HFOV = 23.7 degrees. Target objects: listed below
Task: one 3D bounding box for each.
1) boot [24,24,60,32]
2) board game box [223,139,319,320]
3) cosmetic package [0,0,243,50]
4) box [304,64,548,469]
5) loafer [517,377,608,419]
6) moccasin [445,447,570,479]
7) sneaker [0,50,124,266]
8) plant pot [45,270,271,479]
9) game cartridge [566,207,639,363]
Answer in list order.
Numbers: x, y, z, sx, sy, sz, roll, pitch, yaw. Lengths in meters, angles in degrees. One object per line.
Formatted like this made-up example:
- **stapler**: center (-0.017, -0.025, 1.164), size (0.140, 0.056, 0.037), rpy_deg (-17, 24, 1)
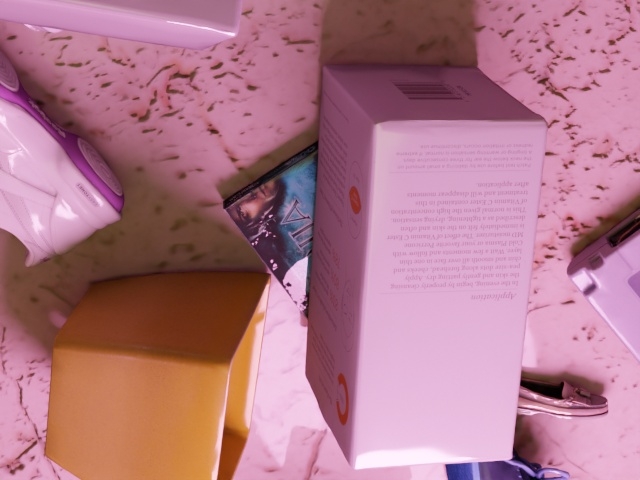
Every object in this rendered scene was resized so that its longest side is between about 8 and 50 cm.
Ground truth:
- **boot**: center (-0.357, -0.271, 1.431), size (0.123, 0.095, 0.258), rpy_deg (-37, 104, 19)
- **board game box**: center (0.000, 0.000, 1.608), size (0.126, 0.026, 0.186), rpy_deg (-32, 113, 10)
- **cosmetic package**: center (-0.254, -0.299, 1.313), size (0.385, 0.156, 0.217), rpy_deg (9, 88, -18)
- **box**: center (0.094, 0.019, 1.494), size (0.168, 0.215, 0.345), rpy_deg (-1, 111, -13)
- **loafer**: center (0.261, 0.174, 1.699), size (0.125, 0.045, 0.039), rpy_deg (3, 108, -2)
- **moccasin**: center (0.215, 0.306, 1.702), size (0.117, 0.138, 0.342), rpy_deg (-15, 110, -8)
- **sneaker**: center (-0.335, -0.095, 1.491), size (0.152, 0.114, 0.305), rpy_deg (-37, 112, 11)
- **plant pot**: center (-0.172, 0.151, 1.578), size (0.187, 0.212, 0.212), rpy_deg (10, 114, 4)
- **game cartridge**: center (0.435, 0.015, 1.632), size (0.294, 0.060, 0.196), rpy_deg (-37, 109, 13)
